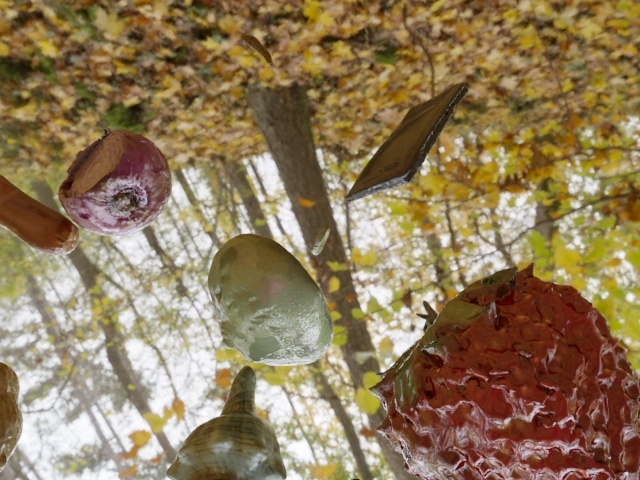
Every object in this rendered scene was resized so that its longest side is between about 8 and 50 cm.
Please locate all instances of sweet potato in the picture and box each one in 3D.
[{"bbox_3d":[-0.135,-0.420,1.472,0.026,0.115,0.026,-36,156,-18],"label":"sweet potato"}]

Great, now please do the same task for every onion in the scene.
[{"bbox_3d":[-0.385,-0.100,1.310,0.200,0.200,0.207,0,-128,56],"label":"onion"}]

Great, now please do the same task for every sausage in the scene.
[{"bbox_3d":[-0.620,-0.052,1.411,0.300,0.083,0.089,28,-103,26],"label":"sausage"}]

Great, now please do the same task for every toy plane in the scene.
[{"bbox_3d":[0.263,0.204,1.539,0.088,0.192,0.262,8,-157,-22],"label":"toy plane"}]

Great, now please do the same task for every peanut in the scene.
[{"bbox_3d":[-0.604,0.321,1.248,0.104,0.085,0.228,-35,-127,7],"label":"peanut"}]

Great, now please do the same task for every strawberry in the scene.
[{"bbox_3d":[0.237,0.204,0.718,0.292,0.343,0.292,-43,166,-13],"label":"strawberry"}]

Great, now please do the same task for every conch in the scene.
[{"bbox_3d":[-0.154,0.386,1.229,0.169,0.203,0.386,-41,-160,49],"label":"conch"}]

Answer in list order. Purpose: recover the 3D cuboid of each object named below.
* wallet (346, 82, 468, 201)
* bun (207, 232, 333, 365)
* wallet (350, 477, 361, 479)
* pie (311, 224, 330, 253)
[{"bbox_3d":[0.128,-0.147,0.994,0.124,0.025,0.244,-19,-152,47],"label":"wallet"},{"bbox_3d":[-0.117,0.129,1.270,0.179,0.283,0.283,-38,-160,-26],"label":"bun"},{"bbox_3d":[0.020,0.536,1.246,0.182,0.049,0.229,-54,167,-27],"label":"wallet"},{"bbox_3d":[0.000,0.000,1.648,0.020,0.084,0.084,25,-150,8],"label":"pie"}]
